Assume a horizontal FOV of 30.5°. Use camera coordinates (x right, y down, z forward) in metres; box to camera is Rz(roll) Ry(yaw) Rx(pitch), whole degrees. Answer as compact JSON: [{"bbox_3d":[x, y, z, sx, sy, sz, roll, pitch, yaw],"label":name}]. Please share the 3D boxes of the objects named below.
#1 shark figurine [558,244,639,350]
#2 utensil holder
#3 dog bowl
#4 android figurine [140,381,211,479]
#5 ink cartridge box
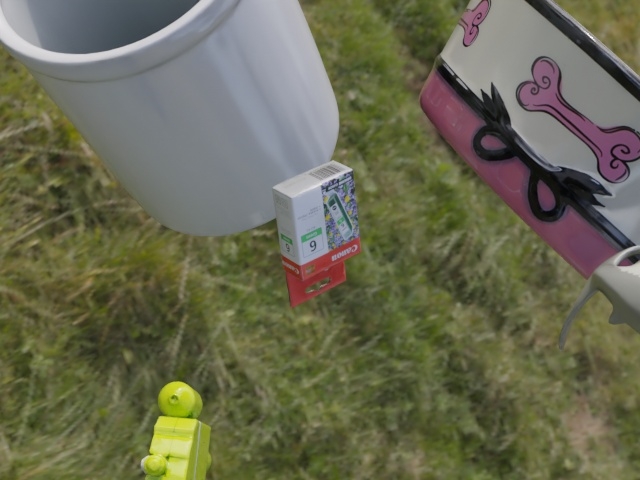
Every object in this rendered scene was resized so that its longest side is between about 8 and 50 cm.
[{"bbox_3d":[0.221,0.075,0.663,0.166,0.278,0.116,14,97,-45],"label":"shark figurine"},{"bbox_3d":[-0.167,-0.227,1.408,0.385,0.327,0.327,60,29,-56],"label":"utensil holder"},{"bbox_3d":[0.262,-0.071,1.104,0.408,0.150,0.408,41,13,-12],"label":"dog bowl"},{"bbox_3d":[-0.161,0.281,1.287,0.273,0.056,0.248,78,17,-80],"label":"android figurine"},{"bbox_3d":[0.000,0.000,0.942,0.063,0.029,0.115,-26,125,-29],"label":"ink cartridge box"}]
